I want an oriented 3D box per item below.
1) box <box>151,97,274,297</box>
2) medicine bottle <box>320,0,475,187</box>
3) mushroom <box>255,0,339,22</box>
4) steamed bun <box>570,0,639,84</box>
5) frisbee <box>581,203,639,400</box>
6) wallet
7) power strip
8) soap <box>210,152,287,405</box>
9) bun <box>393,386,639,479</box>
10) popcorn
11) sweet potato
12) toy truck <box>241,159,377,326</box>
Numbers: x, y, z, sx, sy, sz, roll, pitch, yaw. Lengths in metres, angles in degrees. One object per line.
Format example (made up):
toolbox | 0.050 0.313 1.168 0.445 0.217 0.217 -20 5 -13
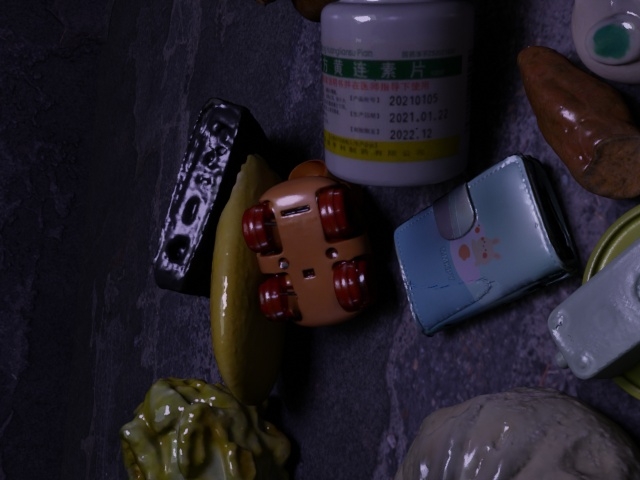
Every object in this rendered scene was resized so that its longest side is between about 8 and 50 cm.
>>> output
box | -0.186 -0.066 1.327 0.350 0.090 0.360 34 -106 -81
medicine bottle | 0.103 -0.260 0.959 0.208 0.208 0.340 29 128 53
mushroom | 0.050 -0.511 1.147 0.345 0.239 0.345 -25 52 37
steamed bun | 0.365 -0.264 0.744 0.228 0.130 0.177 -23 67 49
frisbee | 0.383 0.064 0.747 0.236 0.017 0.236 -15 71 53
wallet | 0.212 0.009 0.950 0.250 0.074 0.176 -34 60 45
power strip | 0.375 0.018 0.700 0.385 0.062 0.091 -51 45 35
soap | -0.122 0.078 1.267 0.306 0.115 0.428 72 -161 -71
bun | 0.210 0.331 0.769 0.359 0.210 0.360 -14 73 51
popcorn | -0.210 0.388 1.272 0.312 0.312 0.313 -15 71 52
sweet potato | 0.305 -0.154 0.837 0.097 0.097 0.252 -51 47 35
toy truck | 0.000 0.000 1.174 0.188 0.239 0.265 -11 98 17
